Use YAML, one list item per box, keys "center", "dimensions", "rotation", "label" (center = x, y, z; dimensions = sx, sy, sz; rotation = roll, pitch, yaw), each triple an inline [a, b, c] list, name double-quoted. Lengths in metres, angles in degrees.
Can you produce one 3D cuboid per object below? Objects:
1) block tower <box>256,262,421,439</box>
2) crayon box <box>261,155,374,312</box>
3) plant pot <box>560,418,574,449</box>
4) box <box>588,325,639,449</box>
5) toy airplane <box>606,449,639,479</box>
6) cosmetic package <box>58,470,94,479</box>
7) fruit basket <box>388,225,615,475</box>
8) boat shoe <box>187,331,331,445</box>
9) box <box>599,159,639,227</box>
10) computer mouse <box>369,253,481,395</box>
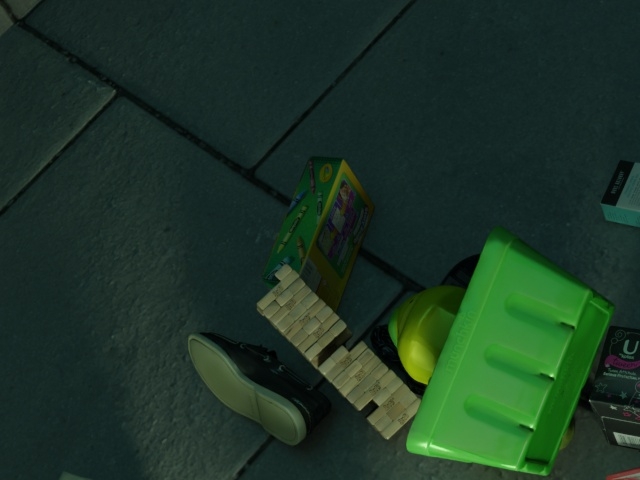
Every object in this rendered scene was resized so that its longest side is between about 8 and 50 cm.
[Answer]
- center: [0.026, 0.193, 2.041]
  dimensions: [0.097, 0.091, 0.335]
  rotation: [-43, 84, -7]
  label: "block tower"
- center: [0.000, 0.000, 2.238]
  dimensions: [0.081, 0.165, 0.278]
  rotation: [5, 60, 30]
  label: "crayon box"
- center: [0.362, 0.291, 1.916]
  dimensions: [0.083, 0.079, 0.083]
  rotation: [-13, 55, 18]
  label: "plant pot"
- center: [0.560, 0.239, 1.800]
  dimensions: [0.247, 0.163, 0.142]
  rotation: [7, 59, 31]
  label: "box"
- center: [0.515, 0.386, 1.792]
  dimensions: [0.151, 0.028, 0.151]
  rotation: [-9, 69, 24]
  label: "toy airplane"
- center: [-0.434, 0.578, 2.079]
  dimensions: [0.153, 0.129, 0.296]
  rotation: [10, 64, 33]
  label: "cosmetic package"
- center: [0.234, 0.163, 1.864]
  dimensions: [0.392, 0.283, 0.391]
  rotation: [-7, 74, 26]
  label: "fruit basket"
- center: [-0.111, 0.248, 2.162]
  dimensions: [0.113, 0.127, 0.340]
  rotation: [-27, 35, -32]
  label: "boat shoe"
- center: [0.620, -0.064, 2.046]
  dimensions: [0.244, 0.060, 0.100]
  rotation: [15, 65, 33]
  label: "box"
- center: [0.231, 0.141, 2.096]
  dimensions: [0.272, 0.072, 0.188]
  rotation: [-47, 45, 2]
  label: "computer mouse"
